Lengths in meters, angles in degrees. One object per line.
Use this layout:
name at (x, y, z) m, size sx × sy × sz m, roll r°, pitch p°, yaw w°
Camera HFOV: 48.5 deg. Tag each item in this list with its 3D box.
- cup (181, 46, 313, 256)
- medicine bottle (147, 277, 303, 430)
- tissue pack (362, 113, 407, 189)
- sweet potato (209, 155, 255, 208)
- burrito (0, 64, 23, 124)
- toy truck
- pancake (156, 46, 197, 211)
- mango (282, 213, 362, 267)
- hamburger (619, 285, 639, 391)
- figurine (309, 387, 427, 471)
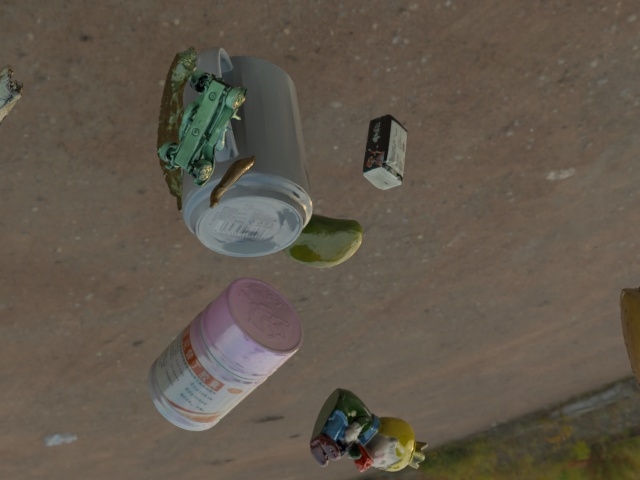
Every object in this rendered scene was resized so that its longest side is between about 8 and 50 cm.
cup at (-0.152, -0.176, 1.319) m, size 0.237 × 0.326 × 0.322 m, roll -12°, pitch 146°, yaw 7°
medicine bottle at (-0.209, 0.247, 1.525) m, size 0.202 × 0.202 × 0.316 m, roll 14°, pitch 130°, yaw -44°
tissue pack at (0.173, -0.235, 1.896) m, size 0.091 × 0.170 × 0.103 m, roll -12°, pitch 149°, yaw 38°
sweet potato at (-0.141, -0.095, 1.099) m, size 0.115 × 0.026 × 0.026 m, roll -52°, pitch 168°, yaw -23°
burrito at (-0.610, -0.226, 1.307) m, size 0.063 × 0.058 × 0.229 m, roll 20°, pitch 121°, yaw -39°
toy truck at (-0.162, -0.160, 1.017) m, size 0.154 × 0.080 × 0.078 m, roll -64°, pitch 161°, yaw 10°
pancake at (-0.302, -0.253, 1.609) m, size 0.054 × 0.376 × 0.197 m, roll -1°, pitch -176°, yaw -40°
mango at (-0.002, 0.003, 1.613) m, size 0.191 × 0.122 × 0.085 m, roll 10°, pitch -176°, yaw 16°
hamburger at (0.643, 0.206, 1.254) m, size 0.174 × 0.304 × 0.284 m, roll -25°, pitch 122°, yaw 25°
figurine at (0.101, 0.420, 1.451) m, size 0.234 × 0.185 × 0.127 m, roll 42°, pitch 121°, yaw -8°
